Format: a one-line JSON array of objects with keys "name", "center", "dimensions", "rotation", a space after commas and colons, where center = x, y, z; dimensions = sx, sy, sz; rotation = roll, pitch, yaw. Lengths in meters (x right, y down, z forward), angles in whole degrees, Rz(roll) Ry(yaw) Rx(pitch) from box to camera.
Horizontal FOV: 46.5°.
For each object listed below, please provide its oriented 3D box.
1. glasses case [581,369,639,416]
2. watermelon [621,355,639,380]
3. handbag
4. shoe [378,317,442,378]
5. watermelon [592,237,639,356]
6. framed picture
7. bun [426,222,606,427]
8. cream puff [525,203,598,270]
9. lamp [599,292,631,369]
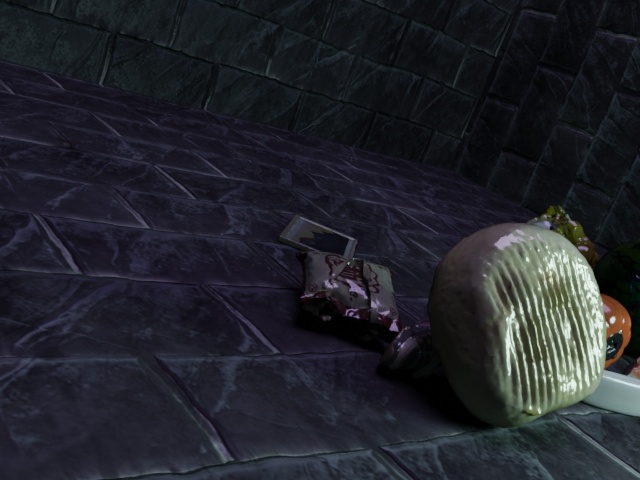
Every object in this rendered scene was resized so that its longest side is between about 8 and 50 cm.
[{"name": "glasses case", "center": [0.611, 0.315, 1.539], "dimensions": [0.193, 0.074, 0.049], "rotation": [16, 16, -15]}, {"name": "watermelon", "center": [0.797, 0.324, 1.708], "dimensions": [0.231, 0.128, 0.146], "rotation": [9, -25, 8]}, {"name": "handbag", "center": [0.052, 0.100, 1.459], "dimensions": [0.212, 0.127, 0.235], "rotation": [17, 28, -9]}, {"name": "shoe", "center": [0.177, 0.207, 1.339], "dimensions": [0.092, 0.089, 0.180], "rotation": [40, 24, 21]}, {"name": "watermelon", "center": [0.893, 0.154, 1.997], "dimensions": [0.363, 0.363, 0.363], "rotation": [19, 15, -5]}, {"name": "framed picture", "center": [0.000, -0.001, 1.942], "dimensions": [0.192, 0.018, 0.265], "rotation": [22, 15, 1]}, {"name": "bun", "center": [0.332, 0.155, 1.308], "dimensions": [0.361, 0.361, 0.213], "rotation": [13, -15, -27]}, {"name": "cream puff", "center": [0.728, 0.060, 2.358], "dimensions": [0.274, 0.269, 0.323], "rotation": [54, 14, -8]}, {"name": "lamp", "center": [0.610, 0.205, 1.716], "dimensions": [0.187, 0.188, 0.164], "rotation": [10, 16, -35]}]
